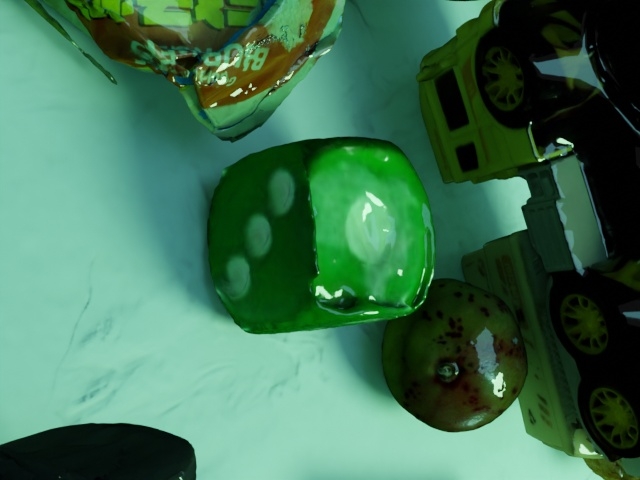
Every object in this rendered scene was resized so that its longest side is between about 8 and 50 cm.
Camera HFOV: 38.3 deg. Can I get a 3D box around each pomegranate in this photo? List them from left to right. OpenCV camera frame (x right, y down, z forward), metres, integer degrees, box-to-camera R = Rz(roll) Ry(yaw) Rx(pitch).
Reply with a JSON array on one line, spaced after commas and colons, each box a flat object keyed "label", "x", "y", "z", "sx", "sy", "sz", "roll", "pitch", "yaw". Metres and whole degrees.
[{"label": "pomegranate", "x": 0.113, "y": 0.092, "z": 0.756, "sx": 0.130, "sy": 0.130, "sz": 0.130, "roll": 11, "pitch": 74, "yaw": -41}]

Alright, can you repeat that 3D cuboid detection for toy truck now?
[{"label": "toy truck", "x": 0.221, "y": -0.008, "z": 0.792, "sx": 0.181, "sy": 0.254, "sz": 0.405, "roll": -19, "pitch": 93, "yaw": -26}]

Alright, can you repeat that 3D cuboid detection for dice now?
[{"label": "dice", "x": 0.000, "y": 0.000, "z": 0.672, "sx": 0.131, "sy": 0.120, "sz": 0.128, "roll": -1, "pitch": 80, "yaw": -45}]

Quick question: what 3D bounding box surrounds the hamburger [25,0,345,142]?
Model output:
[{"label": "hamburger", "x": -0.095, "y": -0.228, "z": 0.637, "sx": 0.260, "sy": 0.150, "sz": 0.276, "roll": 23, "pitch": 80, "yaw": -18}]

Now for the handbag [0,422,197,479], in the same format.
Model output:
[{"label": "handbag", "x": -0.170, "y": 0.189, "z": 0.435, "sx": 0.254, "sy": 0.181, "sz": 0.181, "roll": -15, "pitch": 99, "yaw": -40}]

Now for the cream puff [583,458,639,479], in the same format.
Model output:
[{"label": "cream puff", "x": 0.352, "y": 0.185, "z": 0.946, "sx": 0.169, "sy": 0.183, "sz": 0.183, "roll": 48, "pitch": 49, "yaw": -54}]
